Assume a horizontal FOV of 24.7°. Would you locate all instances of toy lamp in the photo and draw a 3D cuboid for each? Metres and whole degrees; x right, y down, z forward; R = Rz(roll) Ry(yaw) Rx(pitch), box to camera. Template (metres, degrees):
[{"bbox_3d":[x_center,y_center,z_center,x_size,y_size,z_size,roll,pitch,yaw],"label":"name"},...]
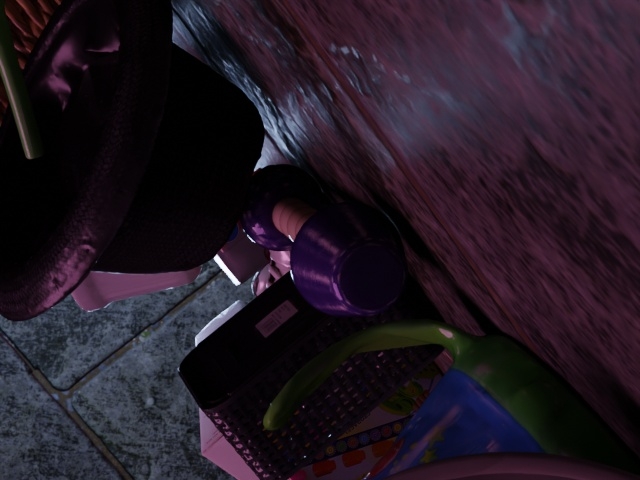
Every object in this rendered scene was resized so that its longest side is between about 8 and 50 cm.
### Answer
[{"bbox_3d":[0.000,0.000,1.031,0.080,0.080,0.274,52,176,-15],"label":"toy lamp"}]

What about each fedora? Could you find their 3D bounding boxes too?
[{"bbox_3d":[-0.149,-0.065,1.164,0.152,0.334,0.334,20,-170,-26],"label":"fedora"}]

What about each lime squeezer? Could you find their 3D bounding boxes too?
[{"bbox_3d":[-0.273,-0.212,1.080,0.110,0.058,0.310,-38,77,47],"label":"lime squeezer"}]

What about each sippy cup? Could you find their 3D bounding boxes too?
[{"bbox_3d":[0.093,0.213,0.885,0.305,0.224,0.240,47,173,48],"label":"sippy cup"}]

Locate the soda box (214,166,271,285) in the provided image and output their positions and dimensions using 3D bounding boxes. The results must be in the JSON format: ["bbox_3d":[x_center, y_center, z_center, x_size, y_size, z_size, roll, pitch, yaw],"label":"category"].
[{"bbox_3d":[-0.076,-0.011,1.553,0.083,0.092,0.263,52,175,-1],"label":"soda box"}]

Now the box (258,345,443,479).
[{"bbox_3d":[0.044,0.197,1.490,0.279,0.177,0.290,52,174,-9],"label":"box"}]

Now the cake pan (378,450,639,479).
[{"bbox_3d":[0.103,0.233,0.740,0.293,0.293,0.054,52,-163,-7],"label":"cake pan"}]

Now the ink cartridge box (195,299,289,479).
[{"bbox_3d":[-0.065,0.197,1.755,0.158,0.092,0.218,40,-157,-29],"label":"ink cartridge box"}]

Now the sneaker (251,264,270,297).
[{"bbox_3d":[-0.008,0.084,1.802,0.081,0.080,0.211,38,177,41],"label":"sneaker"}]

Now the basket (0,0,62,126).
[{"bbox_3d":[-0.295,-0.217,1.412,0.299,0.213,0.223,46,-173,8],"label":"basket"}]

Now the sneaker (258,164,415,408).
[{"bbox_3d":[-0.028,0.056,1.246,0.094,0.153,0.235,44,172,46],"label":"sneaker"}]

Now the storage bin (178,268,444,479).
[{"bbox_3d":[-0.008,0.085,1.116,0.084,0.180,0.122,54,174,-21],"label":"storage bin"}]

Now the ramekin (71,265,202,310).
[{"bbox_3d":[-0.219,-0.065,1.655,0.277,0.135,0.277,-8,-90,-88],"label":"ramekin"}]
